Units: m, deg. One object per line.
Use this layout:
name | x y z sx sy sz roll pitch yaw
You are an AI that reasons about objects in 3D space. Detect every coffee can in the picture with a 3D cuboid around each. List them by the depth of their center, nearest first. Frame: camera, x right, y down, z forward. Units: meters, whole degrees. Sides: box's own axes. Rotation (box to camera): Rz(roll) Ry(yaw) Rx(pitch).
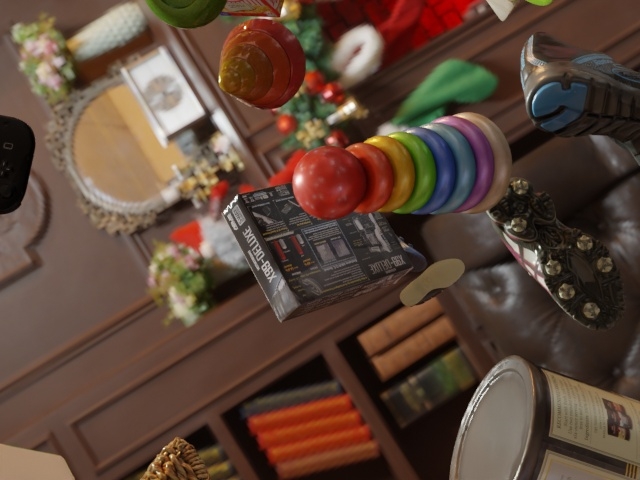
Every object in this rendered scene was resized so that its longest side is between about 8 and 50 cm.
coffee can | 0.311 0.268 1.169 0.275 0.201 0.201 20 176 -10

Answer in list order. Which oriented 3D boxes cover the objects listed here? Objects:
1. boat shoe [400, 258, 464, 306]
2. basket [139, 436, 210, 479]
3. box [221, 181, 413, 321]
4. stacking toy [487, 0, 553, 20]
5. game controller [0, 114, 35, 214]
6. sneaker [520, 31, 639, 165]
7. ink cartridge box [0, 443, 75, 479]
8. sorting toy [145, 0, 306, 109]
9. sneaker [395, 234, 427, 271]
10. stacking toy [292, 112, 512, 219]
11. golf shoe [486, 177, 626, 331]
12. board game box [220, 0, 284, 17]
boat shoe | 0.204 0.074 1.884 0.049 0.133 0.042 58 -163 12
basket | -0.192 0.428 1.293 0.213 0.223 0.299 36 134 1
box | 0.000 0.000 1.986 0.076 0.307 0.242 -45 69 46
stacking toy | 0.282 -0.503 1.640 0.279 0.130 0.309 44 174 -9
game controller | -0.639 -0.144 1.734 0.067 0.319 0.166 150 129 -88
sneaker | 0.420 -0.189 1.409 0.341 0.125 0.139 19 -139 -23
ink cartridge box | -0.524 0.455 1.598 0.198 0.273 0.115 23 -168 -41
sorting toy | -0.177 -0.303 1.311 0.365 0.127 0.126 48 -152 -3
sneaker | 0.170 0.019 2.280 0.144 0.059 0.053 27 127 -2
stacking toy | 0.095 -0.086 1.338 0.141 0.330 0.141 12 107 46
golf shoe | 0.355 0.026 1.560 0.273 0.105 0.120 55 175 23
board game box | -0.181 -0.505 2.071 0.147 0.045 0.193 8 170 27
